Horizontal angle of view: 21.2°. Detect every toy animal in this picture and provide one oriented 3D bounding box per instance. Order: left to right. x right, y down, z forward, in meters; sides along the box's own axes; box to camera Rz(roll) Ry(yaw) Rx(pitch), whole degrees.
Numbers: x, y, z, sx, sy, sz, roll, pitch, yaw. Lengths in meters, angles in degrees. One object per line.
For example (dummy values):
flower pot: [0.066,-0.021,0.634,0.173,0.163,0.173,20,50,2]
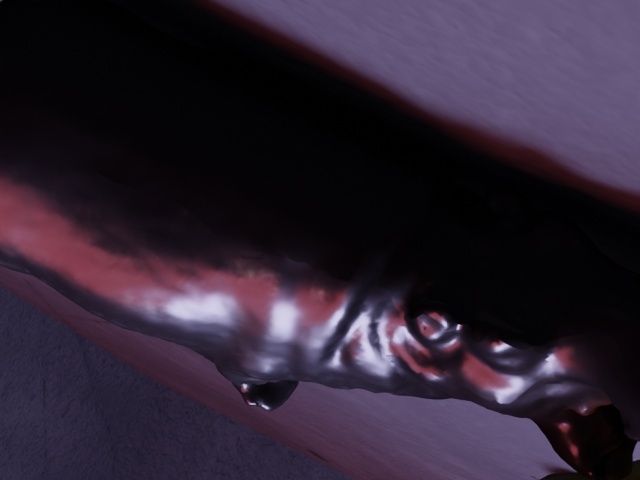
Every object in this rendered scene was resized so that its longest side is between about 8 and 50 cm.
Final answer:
toy animal: [0.006,0.008,0.619,0.343,0.106,0.168,20,162,11]

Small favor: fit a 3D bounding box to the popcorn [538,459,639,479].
popcorn: [0.169,0.255,0.668,0.294,0.334,0.292,19,130,26]
